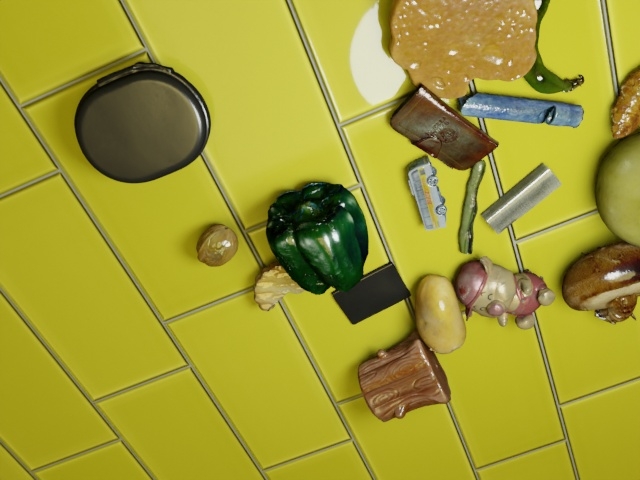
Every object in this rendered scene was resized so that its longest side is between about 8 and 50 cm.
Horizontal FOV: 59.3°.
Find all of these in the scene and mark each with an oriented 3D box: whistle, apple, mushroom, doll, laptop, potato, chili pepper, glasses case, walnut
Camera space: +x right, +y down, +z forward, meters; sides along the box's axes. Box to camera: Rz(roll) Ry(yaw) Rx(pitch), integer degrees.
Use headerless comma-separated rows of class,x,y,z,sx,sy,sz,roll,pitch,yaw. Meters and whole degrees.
whistle,0.479,-0.315,1.359,0.303,0.062,0.062,4,117,-7
apple,0.797,-0.120,1.375,0.233,0.258,0.295,-19,114,6
mushroom,0.802,0.104,1.523,0.296,0.163,0.278,-11,139,1
doll,0.492,0.149,1.548,0.255,0.152,0.196,14,102,-7
laptop,0.145,0.152,1.596,0.197,0.016,0.135,-27,117,11
potato,0.327,0.205,1.551,0.146,0.150,0.234,-29,111,-20
chili pepper,0.000,0.000,1.390,0.233,0.249,0.257,-10,121,26
glasses case,0.526,-0.106,1.476,0.205,0.047,0.070,-42,114,15
walnut,-0.267,0.015,1.443,0.105,0.105,0.124,35,110,-20

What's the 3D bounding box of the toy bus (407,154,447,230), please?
toy bus,0.276,-0.119,1.443,0.075,0.064,0.191,-15,118,17

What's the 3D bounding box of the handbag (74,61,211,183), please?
handbag,-0.407,-0.267,1.292,0.307,0.093,0.254,-20,115,6

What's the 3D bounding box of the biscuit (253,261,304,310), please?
biscuit,-0.106,0.104,1.524,0.183,0.061,0.118,-25,114,6

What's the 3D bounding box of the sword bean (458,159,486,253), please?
sword bean,0.399,-0.084,1.483,0.043,0.038,0.270,-6,118,-16

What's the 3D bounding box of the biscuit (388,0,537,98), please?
biscuit,0.308,-0.458,1.223,0.312,0.057,0.351,-29,130,31

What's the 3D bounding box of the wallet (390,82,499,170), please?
wallet,0.295,-0.259,1.362,0.255,0.031,0.137,30,132,-20

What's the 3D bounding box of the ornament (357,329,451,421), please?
ornament,0.241,0.409,1.631,0.217,0.221,0.235,-27,137,14

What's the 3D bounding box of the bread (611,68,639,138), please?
bread,0.769,-0.353,1.354,0.104,0.076,0.233,26,106,-30

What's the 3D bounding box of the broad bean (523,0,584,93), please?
broad bean,0.514,-0.455,1.300,0.144,0.049,0.292,-30,118,3
